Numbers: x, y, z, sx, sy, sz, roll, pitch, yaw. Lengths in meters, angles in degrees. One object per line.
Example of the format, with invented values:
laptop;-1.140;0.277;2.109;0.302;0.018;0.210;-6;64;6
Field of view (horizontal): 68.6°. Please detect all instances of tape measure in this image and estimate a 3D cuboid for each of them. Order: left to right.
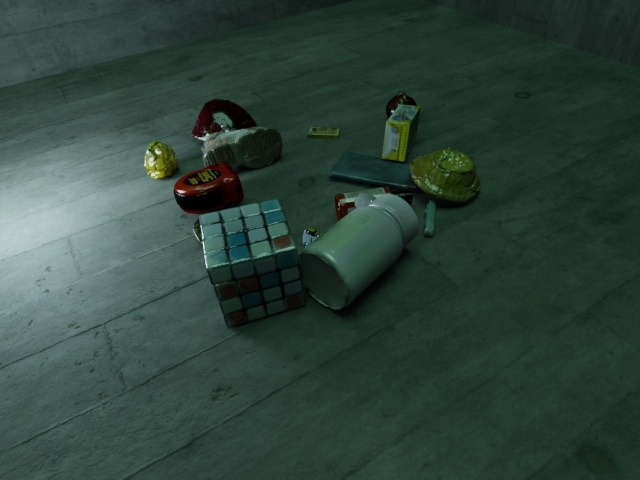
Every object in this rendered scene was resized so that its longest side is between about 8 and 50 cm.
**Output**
tape measure;-0.427;-0.198;1.793;0.260;0.114;0.253;-22;31;-17

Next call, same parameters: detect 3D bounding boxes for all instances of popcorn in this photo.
popcorn;-0.679;-0.340;1.985;0.148;0.152;0.167;-24;61;29

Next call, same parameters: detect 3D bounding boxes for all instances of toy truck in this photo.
toy truck;0.000;0.000;1.601;0.111;0.076;0.077;25;30;28

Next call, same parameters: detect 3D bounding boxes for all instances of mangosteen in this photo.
mangosteen;0.381;-0.622;2.197;0.152;0.152;0.152;-2;42;2

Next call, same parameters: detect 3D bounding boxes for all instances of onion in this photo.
onion;-0.436;-0.579;2.224;0.280;0.146;0.314;14;41;14

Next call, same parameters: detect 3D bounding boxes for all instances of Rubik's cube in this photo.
Rubik's cube;-0.205;0.062;1.406;0.259;0.253;0.256;-13;42;-12

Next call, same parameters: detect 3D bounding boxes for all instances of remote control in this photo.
remote control;0.224;-0.100;1.632;0.229;0.073;0.044;25;23;-5

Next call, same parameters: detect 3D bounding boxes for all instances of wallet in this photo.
wallet;0.240;-0.275;1.899;0.379;0.046;0.191;14;44;20

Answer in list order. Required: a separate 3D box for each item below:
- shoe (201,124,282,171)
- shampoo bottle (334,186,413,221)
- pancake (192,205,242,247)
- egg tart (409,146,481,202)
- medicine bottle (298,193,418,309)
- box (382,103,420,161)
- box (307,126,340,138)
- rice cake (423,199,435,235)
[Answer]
shoe;-0.346;-0.415;2.011;0.351;0.172;0.198;-17;40;-17
shampoo bottle;0.197;-0.137;1.704;0.278;0.104;0.104;-9;42;-5
pancake;-0.312;-0.038;1.679;0.294;0.049;0.294;-1;42;1
egg tart;0.480;-0.265;1.782;0.290;0.115;0.290;7;43;-7
medicine bottle;0.124;0.022;1.452;0.213;0.213;0.378;30;52;32
box;0.343;-0.458;1.977;0.097;0.168;0.265;14;36;15
box;0.015;-0.504;2.191;0.149;0.020;0.073;3;43;9
rice cake;0.388;-0.082;1.680;0.042;0.030;0.180;16;44;3
